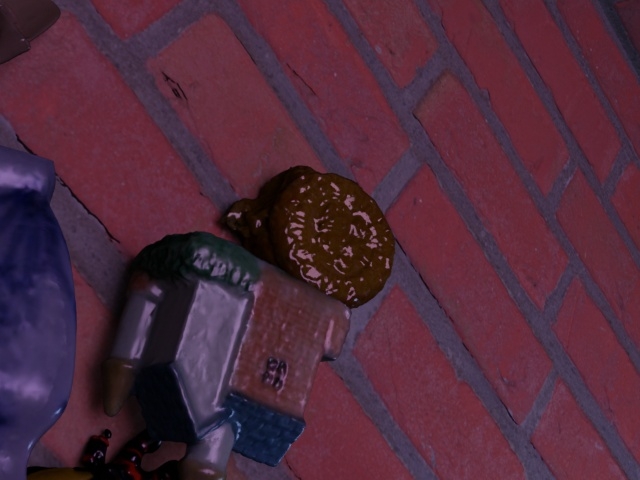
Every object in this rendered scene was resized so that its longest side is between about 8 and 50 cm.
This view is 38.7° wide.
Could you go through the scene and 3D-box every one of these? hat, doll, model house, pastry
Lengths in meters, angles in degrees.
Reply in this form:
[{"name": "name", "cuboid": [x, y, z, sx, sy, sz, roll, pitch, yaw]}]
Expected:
[{"name": "hat", "cuboid": [-0.422, -0.295, 1.141, 0.166, 0.144, 0.173, 57, 3, -13]}, {"name": "doll", "cuboid": [-0.279, 0.300, 1.076, 0.249, 0.127, 0.088, -17, 122, -42]}, {"name": "model house", "cuboid": [-0.146, 0.189, 1.167, 0.267, 0.194, 0.325, 31, 61, -33]}, {"name": "pastry", "cuboid": [0.000, 0.000, 1.401, 0.240, 0.132, 0.235, -38, 106, -44]}]

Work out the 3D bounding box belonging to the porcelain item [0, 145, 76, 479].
[{"name": "porcelain item", "cuboid": [-0.382, 0.102, 0.969, 0.242, 0.178, 0.405, 14, 66, -40]}]
